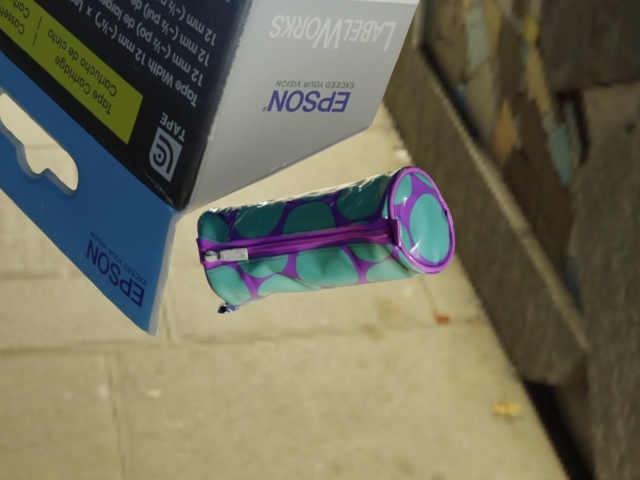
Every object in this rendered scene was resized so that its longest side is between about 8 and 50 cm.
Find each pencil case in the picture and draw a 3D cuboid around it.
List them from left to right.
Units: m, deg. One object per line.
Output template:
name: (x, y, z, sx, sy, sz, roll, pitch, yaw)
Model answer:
pencil case: (0.000, 0.000, 0.962, 0.152, 0.064, 0.070, -11, 0, 34)

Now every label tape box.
label tape box: (-0.066, -0.166, 0.825, 0.115, 0.347, 0.249, -5, 35, -41)
